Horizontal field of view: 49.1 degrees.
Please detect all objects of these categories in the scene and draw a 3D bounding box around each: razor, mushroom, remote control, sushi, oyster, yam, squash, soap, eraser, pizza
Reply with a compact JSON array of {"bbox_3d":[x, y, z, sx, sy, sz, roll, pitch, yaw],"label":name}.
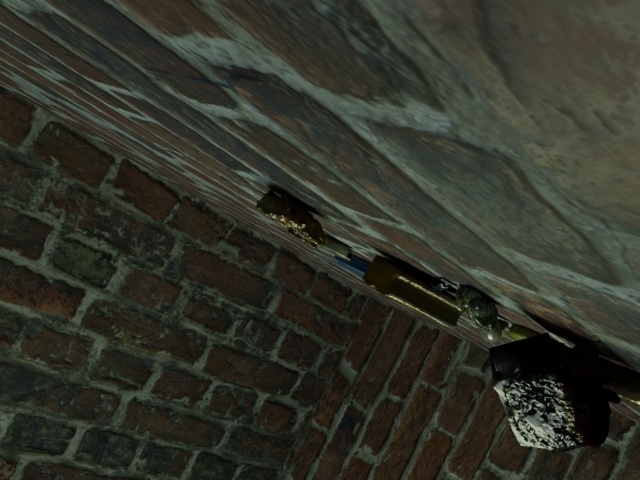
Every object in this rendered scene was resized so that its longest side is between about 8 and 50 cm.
[{"bbox_3d":[0.282,0.105,1.683,0.044,0.028,0.154,27,175,-4],"label":"razor"},{"bbox_3d":[0.457,0.226,1.850,0.079,0.085,0.085,-15,-175,-12],"label":"mushroom"},{"bbox_3d":[0.000,0.000,2.080,0.221,0.042,0.078,24,174,24],"label":"remote control"},{"bbox_3d":[0.512,0.326,1.494,0.215,0.227,0.212,-7,179,-35],"label":"sushi"},{"bbox_3d":[0.355,0.150,1.601,0.125,0.064,0.177,42,-173,2],"label":"oyster"},{"bbox_3d":[0.713,0.340,1.520,0.081,0.081,0.356,30,177,-33],"label":"yam"},{"bbox_3d":[0.588,0.283,1.825,0.219,0.041,0.219,27,175,2],"label":"squash"},{"bbox_3d":[0.228,0.124,1.789,0.257,0.080,0.160,28,-176,-15],"label":"soap"},{"bbox_3d":[0.200,0.118,2.243,0.311,0.043,0.144,25,174,25],"label":"eraser"},{"bbox_3d":[-0.070,-0.067,1.605,0.226,0.069,0.147,35,-167,-39],"label":"pizza"}]
